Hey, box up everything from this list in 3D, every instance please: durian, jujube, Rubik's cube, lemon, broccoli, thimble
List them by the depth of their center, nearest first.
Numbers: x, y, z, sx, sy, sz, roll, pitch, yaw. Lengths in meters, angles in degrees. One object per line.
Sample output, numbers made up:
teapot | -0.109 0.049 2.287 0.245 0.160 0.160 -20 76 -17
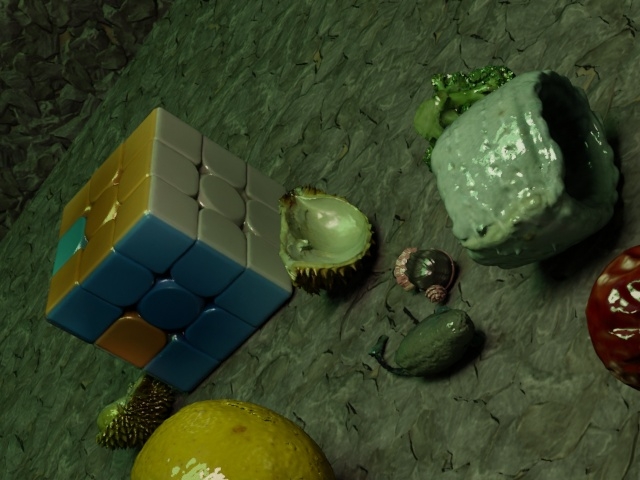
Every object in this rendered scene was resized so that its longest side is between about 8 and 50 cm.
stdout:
jujube | 0.375 0.062 1.411 0.230 0.155 0.155 -28 39 40
thimble | 0.250 -0.082 1.722 0.172 0.205 0.250 -31 20 33
lemon | -0.107 0.335 1.828 0.310 0.258 0.257 18 77 54
broccoli | 0.204 -0.148 1.945 0.195 0.156 0.195 9 101 53
durian | 0.000 0.000 2.142 0.144 0.139 0.252 -36 33 30
Rubik's cube | -0.245 0.018 2.374 0.292 0.290 0.291 -44 29 29
durian | -0.306 0.290 2.418 0.146 0.102 0.208 -45 6 20

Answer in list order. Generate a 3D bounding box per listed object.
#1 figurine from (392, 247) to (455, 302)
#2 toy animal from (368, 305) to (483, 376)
figurine | 0.134 0.044 1.956 0.129 0.054 0.072 7 75 64
toy animal | 0.126 0.142 1.866 0.079 0.070 0.253 -31 -1 -29
